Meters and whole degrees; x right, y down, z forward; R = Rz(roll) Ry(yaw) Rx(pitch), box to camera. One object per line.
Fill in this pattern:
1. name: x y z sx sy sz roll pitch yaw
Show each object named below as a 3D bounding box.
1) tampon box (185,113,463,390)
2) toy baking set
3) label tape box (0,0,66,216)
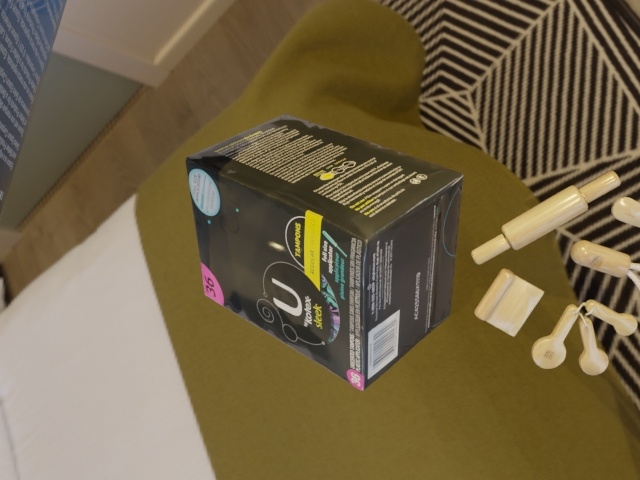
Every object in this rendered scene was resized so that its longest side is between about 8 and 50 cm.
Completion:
1. tampon box: 0.000 0.000 0.514 0.161 0.101 0.120 24 131 35
2. toy baking set: 0.287 0.031 0.765 0.256 0.030 0.197 -36 104 14
3. label tape box: -0.226 -0.071 0.369 0.240 0.106 0.333 141 143 -77
